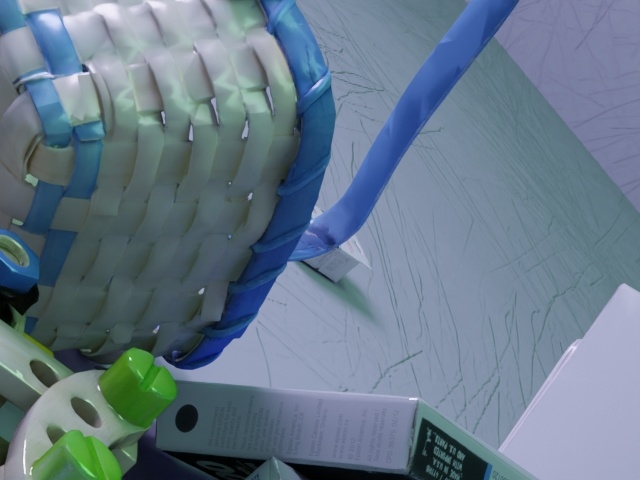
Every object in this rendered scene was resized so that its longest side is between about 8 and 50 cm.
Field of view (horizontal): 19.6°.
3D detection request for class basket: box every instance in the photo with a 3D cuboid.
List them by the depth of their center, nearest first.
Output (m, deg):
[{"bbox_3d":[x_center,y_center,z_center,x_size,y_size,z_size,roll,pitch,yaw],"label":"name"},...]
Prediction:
[{"bbox_3d":[-0.058,-0.062,0.938,0.289,0.255,0.201,-2,53,-32],"label":"basket"}]

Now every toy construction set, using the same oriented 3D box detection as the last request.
[{"bbox_3d":[-0.176,0.043,0.709,0.327,0.151,0.215,54,13,-26],"label":"toy construction set"}]

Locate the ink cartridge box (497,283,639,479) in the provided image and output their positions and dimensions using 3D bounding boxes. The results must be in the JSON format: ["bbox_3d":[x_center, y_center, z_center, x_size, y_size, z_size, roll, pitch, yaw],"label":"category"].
[{"bbox_3d":[0.248,0.198,1.129,0.270,0.197,0.198,33,-11,24],"label":"ink cartridge box"}]

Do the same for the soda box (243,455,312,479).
[{"bbox_3d":[0.044,0.223,0.941,0.286,0.098,0.091,36,21,-37],"label":"soda box"}]

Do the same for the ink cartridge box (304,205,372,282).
[{"bbox_3d":[0.000,0.000,1.448,0.083,0.028,0.048,34,22,-41],"label":"ink cartridge box"}]

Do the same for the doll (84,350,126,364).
[{"bbox_3d":[-0.122,0.009,1.078,0.129,0.046,0.189,40,18,-26],"label":"doll"}]

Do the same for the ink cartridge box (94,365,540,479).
[{"bbox_3d":[0.011,0.126,0.988,0.206,0.208,0.045,37,64,-49],"label":"ink cartridge box"}]
